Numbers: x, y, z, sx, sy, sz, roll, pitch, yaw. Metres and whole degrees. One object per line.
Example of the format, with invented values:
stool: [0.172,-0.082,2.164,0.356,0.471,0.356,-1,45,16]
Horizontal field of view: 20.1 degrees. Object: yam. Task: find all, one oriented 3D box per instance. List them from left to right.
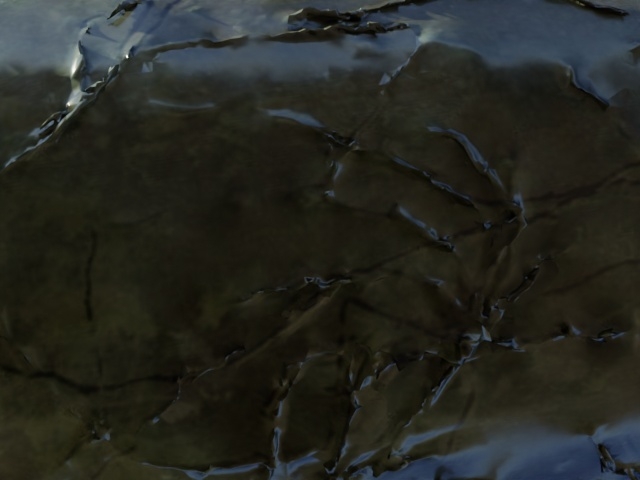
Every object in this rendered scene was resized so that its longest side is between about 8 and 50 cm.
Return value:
yam: [0.000,0.000,0.711,0.348,0.241,0.241,-5,-80,-2]
